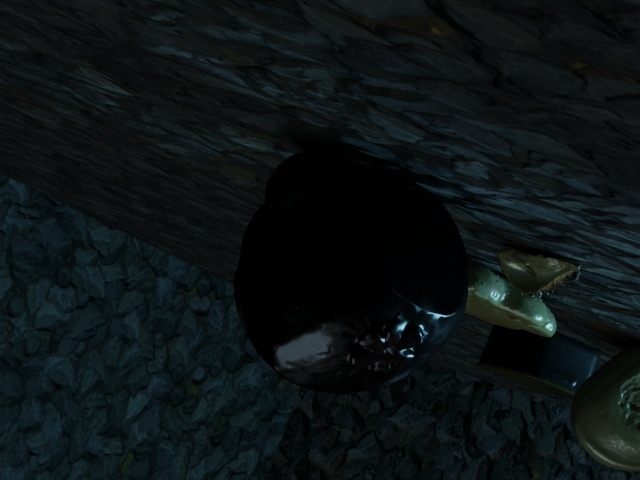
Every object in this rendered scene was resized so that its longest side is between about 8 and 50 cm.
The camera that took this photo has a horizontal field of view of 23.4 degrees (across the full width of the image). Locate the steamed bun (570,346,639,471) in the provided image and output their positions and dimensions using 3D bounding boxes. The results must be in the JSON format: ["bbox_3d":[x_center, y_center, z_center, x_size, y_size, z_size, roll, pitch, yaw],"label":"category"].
[{"bbox_3d":[0.485,0.258,2.350,0.170,0.200,0.225,44,-174,2],"label":"steamed bun"}]

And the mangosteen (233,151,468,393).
[{"bbox_3d":[0.030,0.023,1.698,0.287,0.287,0.233,25,144,-36],"label":"mangosteen"}]

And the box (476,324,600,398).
[{"bbox_3d":[0.374,0.204,2.637,0.144,0.090,0.201,23,173,-19],"label":"box"}]

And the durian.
[{"bbox_3d":[0.270,0.031,1.854,0.130,0.052,0.066,9,128,48],"label":"durian"}]

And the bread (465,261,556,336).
[{"bbox_3d":[0.195,0.063,2.208,0.316,0.054,0.316,21,173,3],"label":"bread"}]
